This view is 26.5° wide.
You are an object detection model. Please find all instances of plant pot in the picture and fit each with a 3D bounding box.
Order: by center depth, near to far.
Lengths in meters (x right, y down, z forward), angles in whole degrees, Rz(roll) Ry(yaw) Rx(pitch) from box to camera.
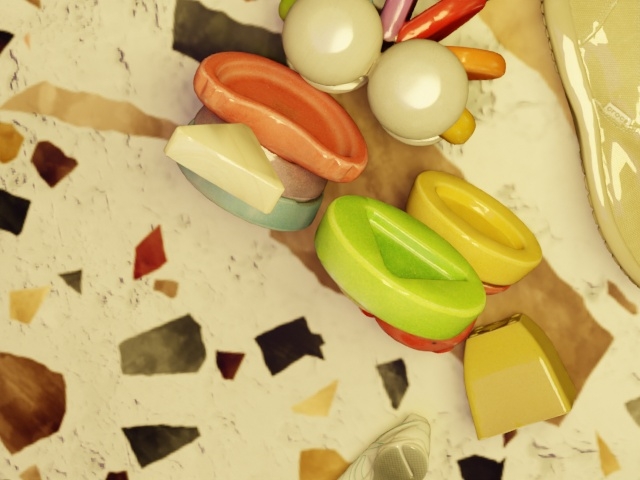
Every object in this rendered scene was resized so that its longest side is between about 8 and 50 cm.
[{"bbox_3d":[0.161,0.109,1.144,0.082,0.081,0.083,-21,91,15],"label":"plant pot"}]

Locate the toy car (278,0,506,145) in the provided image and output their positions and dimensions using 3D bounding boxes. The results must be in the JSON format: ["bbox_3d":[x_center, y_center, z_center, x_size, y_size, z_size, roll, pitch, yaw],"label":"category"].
[{"bbox_3d":[0.060,-0.160,1.058,0.182,0.159,0.136,33,94,2],"label":"toy car"}]

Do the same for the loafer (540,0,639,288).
[{"bbox_3d":[0.248,-0.086,1.064,0.092,0.102,0.268,-16,100,20],"label":"loafer"}]

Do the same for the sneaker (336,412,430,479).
[{"bbox_3d":[0.052,0.209,1.204,0.054,0.061,0.152,39,127,-8],"label":"sneaker"}]

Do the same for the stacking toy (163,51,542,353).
[{"bbox_3d":[0.000,0.000,1.049,0.309,0.279,0.130,34,113,2],"label":"stacking toy"}]
